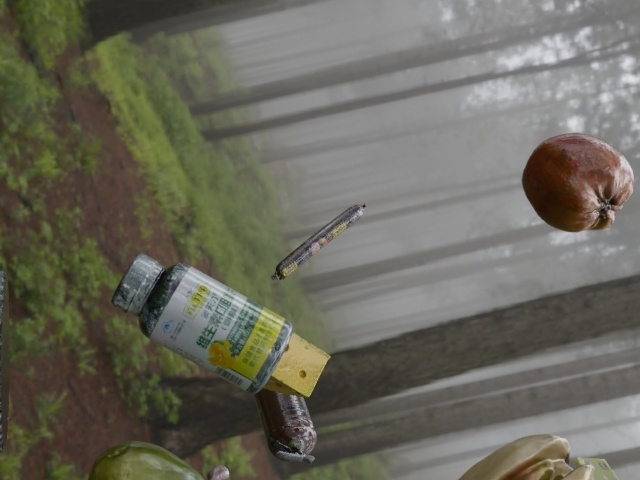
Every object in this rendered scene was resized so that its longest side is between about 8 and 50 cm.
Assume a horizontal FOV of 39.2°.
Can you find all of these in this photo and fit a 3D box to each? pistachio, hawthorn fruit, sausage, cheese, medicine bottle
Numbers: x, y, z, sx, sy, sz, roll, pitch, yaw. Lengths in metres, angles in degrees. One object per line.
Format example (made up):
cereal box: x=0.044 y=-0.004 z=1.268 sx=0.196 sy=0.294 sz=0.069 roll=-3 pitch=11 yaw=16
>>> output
pistachio: x=0.295 y=0.434 z=1.383 sx=0.214 sy=0.318 sz=0.193 roll=14 pitch=32 yaw=-49
hawthorn fruit: x=0.442 y=-0.099 z=1.561 sx=0.189 sy=0.189 sz=0.189 roll=-12 pitch=90 yaw=-89
sausage: x=0.000 y=0.000 z=1.360 sx=0.025 sy=0.198 sz=0.028 roll=4 pitch=-53 yaw=58
cheese: x=-0.080 y=0.231 z=1.694 sx=0.093 sy=0.126 sz=0.171 roll=-61 pitch=-168 yaw=-20
medicine bottle: x=-0.202 y=0.133 z=1.518 sx=0.141 sy=0.293 sz=0.141 roll=-60 pitch=-176 yaw=6

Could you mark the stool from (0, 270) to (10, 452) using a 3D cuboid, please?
stool: x=-0.673 y=0.194 z=1.431 sx=0.297 sy=0.330 sz=0.297 roll=-179 pitch=-90 yaw=-74

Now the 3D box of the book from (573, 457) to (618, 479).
book: x=0.454 y=0.393 z=1.421 sx=0.014 sy=0.077 sz=0.111 roll=-53 pitch=-137 yaw=27

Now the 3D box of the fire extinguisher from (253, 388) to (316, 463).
fire extinguisher: x=-0.089 y=0.405 z=2.068 sx=0.135 sy=0.114 sz=0.337 roll=29 pitch=15 yaw=-26

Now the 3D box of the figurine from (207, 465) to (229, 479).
figurine: x=-0.207 y=0.522 z=1.612 sx=0.287 sy=0.186 sz=0.176 roll=-20 pitch=105 yaw=-60

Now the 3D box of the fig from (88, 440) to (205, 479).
fig: x=-0.259 y=0.395 z=1.358 sx=0.181 sy=0.191 sz=0.181 roll=-25 pitch=-119 yaw=58
